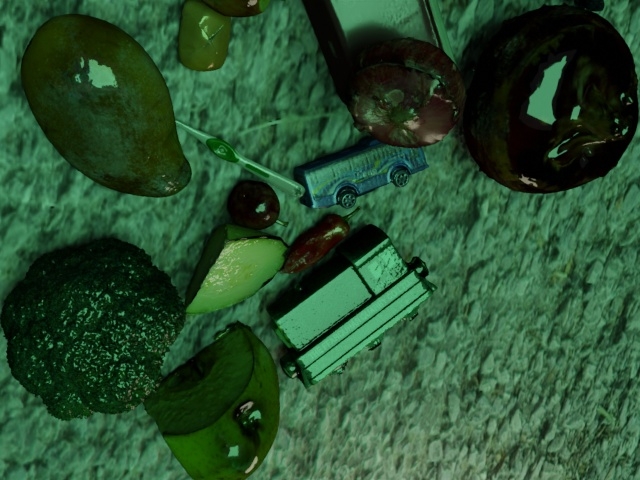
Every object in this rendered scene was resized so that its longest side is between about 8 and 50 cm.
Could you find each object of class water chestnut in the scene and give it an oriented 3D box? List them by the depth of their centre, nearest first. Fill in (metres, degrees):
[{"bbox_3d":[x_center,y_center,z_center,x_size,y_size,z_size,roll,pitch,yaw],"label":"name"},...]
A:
[{"bbox_3d":[0.429,-0.241,1.410,0.350,0.302,0.350,-8,114,-18],"label":"water chestnut"}]

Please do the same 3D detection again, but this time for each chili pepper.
[{"bbox_3d":[0.000,0.000,1.448,0.191,0.050,0.059,-39,123,6],"label":"chili pepper"}]

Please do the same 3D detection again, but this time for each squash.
[{"bbox_3d":[-0.151,0.032,1.381,0.184,0.085,0.192,-6,140,-50],"label":"squash"}]

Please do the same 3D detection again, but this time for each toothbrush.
[{"bbox_3d":[-0.154,-0.147,1.314,0.304,0.030,0.030,27,96,-22],"label":"toothbrush"}]

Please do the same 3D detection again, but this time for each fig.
[{"bbox_3d":[-0.102,-0.049,1.375,0.089,0.089,0.125,-47,145,-3],"label":"fig"}]

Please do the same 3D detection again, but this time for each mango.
[{"bbox_3d":[-0.309,-0.187,1.187,0.193,0.146,0.316,-28,125,7],"label":"mango"}]

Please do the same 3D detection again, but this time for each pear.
[{"bbox_3d":[-0.148,0.293,1.371,0.238,0.255,0.164,-39,118,-13],"label":"pear"}]

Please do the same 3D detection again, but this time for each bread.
[{"bbox_3d":[-0.178,-0.321,1.248,0.082,0.056,0.115,5,106,-25],"label":"bread"}]

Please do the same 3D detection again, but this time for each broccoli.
[{"bbox_3d":[-0.349,0.142,1.252,0.298,0.297,0.297,-26,155,-14],"label":"broccoli"}]

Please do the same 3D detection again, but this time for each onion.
[{"bbox_3d":[0.132,-0.227,1.191,0.184,0.184,0.147,60,43,-28],"label":"onion"}]

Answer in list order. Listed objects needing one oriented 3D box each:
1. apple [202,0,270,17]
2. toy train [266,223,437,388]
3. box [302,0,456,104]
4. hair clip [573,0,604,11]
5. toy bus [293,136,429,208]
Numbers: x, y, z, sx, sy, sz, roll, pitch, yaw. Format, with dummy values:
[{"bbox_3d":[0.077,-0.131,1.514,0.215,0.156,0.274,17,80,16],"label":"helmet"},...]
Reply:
[{"bbox_3d":[-0.121,-0.422,1.180,0.163,0.146,0.147,43,58,2],"label":"apple"},{"bbox_3d":[0.044,0.113,1.467,0.330,0.138,0.178,-36,109,-6],"label":"toy train"},{"bbox_3d":[0.087,-0.344,1.288,0.167,0.193,0.294,-28,118,-7],"label":"box"},{"bbox_3d":[0.479,-0.543,1.370,0.194,0.206,0.310,-33,121,11],"label":"hair clip"},{"bbox_3d":[0.073,-0.126,1.418,0.236,0.079,0.094,-22,115,-16],"label":"toy bus"}]
